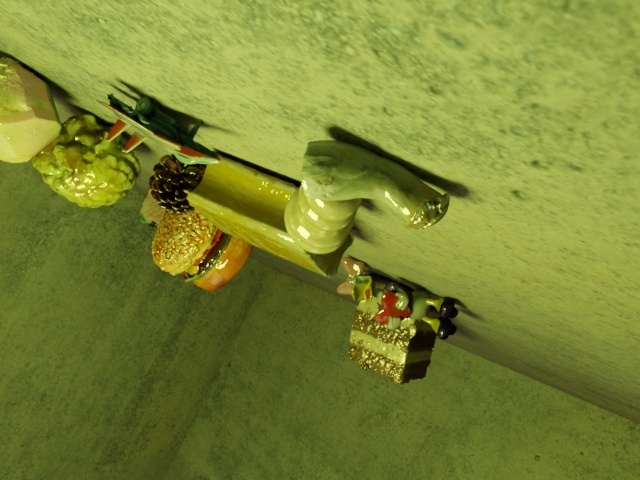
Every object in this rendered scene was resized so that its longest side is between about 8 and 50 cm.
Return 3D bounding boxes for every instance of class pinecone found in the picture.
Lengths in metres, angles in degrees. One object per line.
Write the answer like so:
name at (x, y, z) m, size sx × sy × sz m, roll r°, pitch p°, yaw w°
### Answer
pinecone at (-0.368, -0.164, 1.465) m, size 0.163 × 0.163 × 0.165 m, roll 27°, pitch 153°, yaw -7°

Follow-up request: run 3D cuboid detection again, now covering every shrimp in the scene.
shrimp at (0.231, 0.165, 1.993) m, size 0.251 × 0.052 × 0.143 m, roll 21°, pitch 175°, yaw 30°

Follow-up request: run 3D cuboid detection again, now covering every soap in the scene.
soap at (-0.111, -0.056, 1.341) m, size 0.335 × 0.156 × 0.293 m, roll 22°, pitch 166°, yaw 21°

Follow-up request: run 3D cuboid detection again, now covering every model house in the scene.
model house at (-0.522, -0.098, 2.143) m, size 0.237 × 0.202 × 0.237 m, roll 23°, pitch 171°, yaw 28°

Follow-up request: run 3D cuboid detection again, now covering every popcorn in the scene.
popcorn at (-0.669, -0.224, 1.628) m, size 0.282 × 0.282 × 0.247 m, roll 26°, pitch 159°, yaw 5°

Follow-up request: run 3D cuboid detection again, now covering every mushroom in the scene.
mushroom at (0.079, -0.082, 0.812) m, size 0.223 × 0.092 × 0.081 m, roll 19°, pitch 155°, yaw 2°

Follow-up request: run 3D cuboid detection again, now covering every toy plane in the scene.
toy plane at (-0.312, -0.217, 1.134) m, size 0.326 × 0.104 × 0.223 m, roll 17°, pitch 169°, yaw 30°

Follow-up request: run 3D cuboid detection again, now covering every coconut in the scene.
coconut at (-0.793, -0.316, 1.415) m, size 0.233 × 0.233 × 0.245 m, roll 72°, pitch 178°, yaw -78°

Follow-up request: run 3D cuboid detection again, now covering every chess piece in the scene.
chess piece at (0.014, -0.065, 1.010) m, size 0.142 × 0.143 × 0.261 m, roll 27°, pitch 165°, yaw -3°

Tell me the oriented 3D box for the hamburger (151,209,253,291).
hamburger at (-0.356, -0.022, 1.710) m, size 0.250 × 0.330 × 0.330 m, roll 32°, pitch 170°, yaw -24°

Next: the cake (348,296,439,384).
cake at (0.278, 0.345, 2.050) m, size 0.255 × 0.290 × 0.282 m, roll 19°, pitch -177°, yaw 33°

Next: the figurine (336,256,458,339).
figurine at (0.243, 0.185, 1.794) m, size 0.420 × 0.154 × 0.193 m, roll 16°, pitch -156°, yaw 14°
